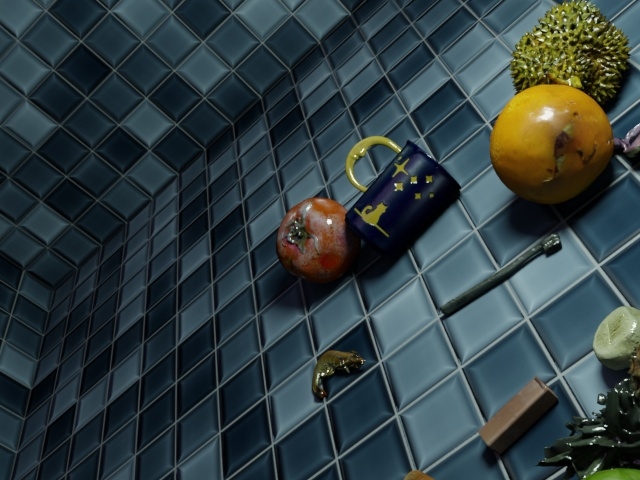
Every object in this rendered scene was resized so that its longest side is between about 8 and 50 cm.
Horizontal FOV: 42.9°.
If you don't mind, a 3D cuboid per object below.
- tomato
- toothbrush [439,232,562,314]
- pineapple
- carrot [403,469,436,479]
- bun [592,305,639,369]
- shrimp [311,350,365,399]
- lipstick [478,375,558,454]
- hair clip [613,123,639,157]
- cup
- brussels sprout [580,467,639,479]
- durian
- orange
[{"bbox_3d":[0.003,0.002,2.131,0.231,0.188,0.232,-6,79,35],"label":"tomato"},{"bbox_3d":[0.372,0.075,1.696,0.297,0.030,0.031,-35,41,22],"label":"toothbrush"},{"bbox_3d":[0.480,0.266,1.218,0.365,0.165,0.165,-52,28,11],"label":"pineapple"},{"bbox_3d":[0.226,0.463,1.407,0.209,0.061,0.061,14,66,54],"label":"carrot"},{"bbox_3d":[0.510,0.165,1.353,0.115,0.069,0.115,-53,9,12],"label":"bun"},{"bbox_3d":[0.031,0.309,1.879,0.178,0.034,0.124,-5,53,54],"label":"shrimp"},{"bbox_3d":[0.347,0.308,1.431,0.145,0.045,0.045,-46,30,7],"label":"lipstick"},{"bbox_3d":[0.664,-0.235,1.613,0.187,0.056,0.146,-50,5,17],"label":"hair clip"},{"bbox_3d":[0.175,-0.116,2.026,0.256,0.178,0.255,-47,44,6],"label":"cup"},{"bbox_3d":[0.394,0.422,1.060,0.244,0.244,0.244,-34,32,25],"label":"brussels sprout"},{"bbox_3d":[0.540,-0.397,1.809,0.293,0.258,0.258,-44,24,-27],"label":"durian"},{"bbox_3d":[0.470,-0.193,1.665,0.246,0.246,0.246,-34,32,25],"label":"orange"}]
